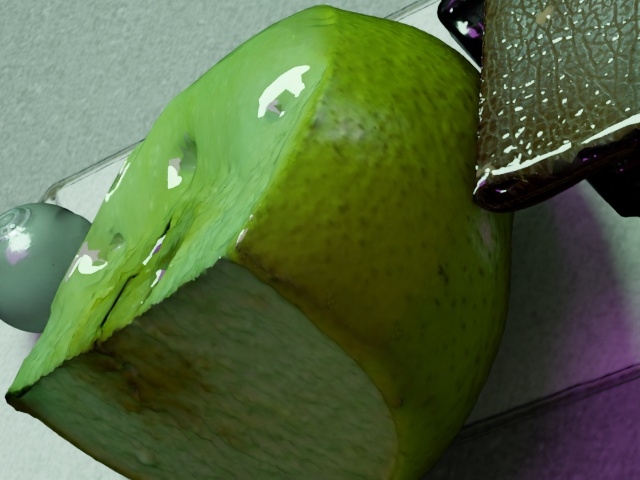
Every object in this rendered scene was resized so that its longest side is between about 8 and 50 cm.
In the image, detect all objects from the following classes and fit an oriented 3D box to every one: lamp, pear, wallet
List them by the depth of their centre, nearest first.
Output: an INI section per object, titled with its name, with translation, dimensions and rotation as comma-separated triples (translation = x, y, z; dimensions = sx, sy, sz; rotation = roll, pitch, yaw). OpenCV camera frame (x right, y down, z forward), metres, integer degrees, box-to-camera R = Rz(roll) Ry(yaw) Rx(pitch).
[wallet]
translation = 0.153, -0.131, 1.104
dimensions = 0.133, 0.039, 0.243
rotation = -23, 44, 31
[pear]
translation = 0.000, 0.000, 1.195
dimensions = 0.342, 0.238, 0.318
rotation = -30, 28, 54
[lamp]
translation = -0.217, 0.021, 1.472
dimensions = 0.105, 0.105, 0.105
rotation = -24, 48, 29

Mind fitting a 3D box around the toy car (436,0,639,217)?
[toy car]
translation = 0.201, -0.139, 1.185
dimensions = 0.193, 0.118, 0.301
rotation = -43, 40, 5
